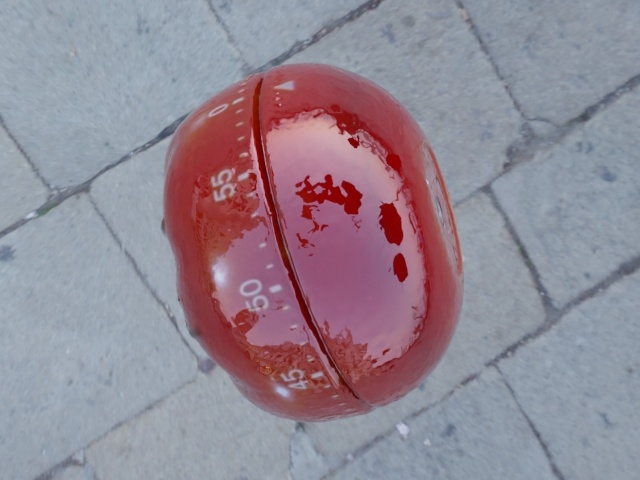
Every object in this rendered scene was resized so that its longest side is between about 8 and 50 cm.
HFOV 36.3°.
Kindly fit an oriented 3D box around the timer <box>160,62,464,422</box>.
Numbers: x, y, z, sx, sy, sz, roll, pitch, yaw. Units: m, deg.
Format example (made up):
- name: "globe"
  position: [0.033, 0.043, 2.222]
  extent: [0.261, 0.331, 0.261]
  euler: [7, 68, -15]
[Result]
- name: "timer"
  position: [0.000, 0.000, 1.040]
  extent: [0.279, 0.378, 0.378]
  euler: [-17, 99, 12]
